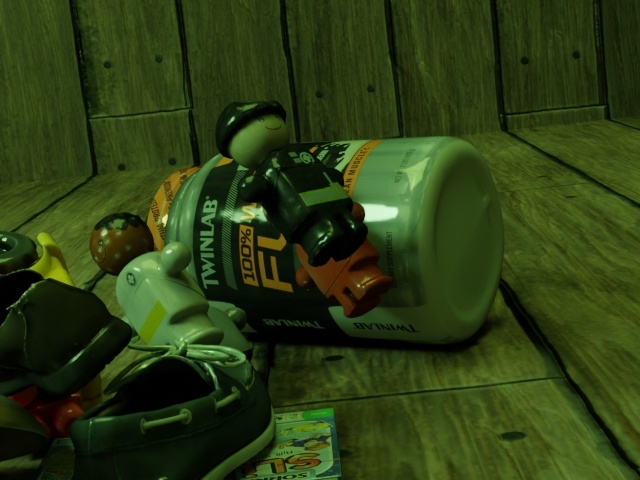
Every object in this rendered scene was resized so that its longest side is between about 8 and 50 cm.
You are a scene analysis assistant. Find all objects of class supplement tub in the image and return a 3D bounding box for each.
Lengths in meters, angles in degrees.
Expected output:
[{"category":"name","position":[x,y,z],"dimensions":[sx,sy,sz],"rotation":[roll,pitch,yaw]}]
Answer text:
[{"category":"supplement tub","position":[0.000,0.000,1.163],"dimensions":[0.316,0.193,0.194],"rotation":[-1,11,31]}]

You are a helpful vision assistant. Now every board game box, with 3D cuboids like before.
[{"category":"board game box","position":[-0.086,0.157,0.787],"dimensions":[0.201,0.035,0.136],"rotation":[-7,10,-1]}]

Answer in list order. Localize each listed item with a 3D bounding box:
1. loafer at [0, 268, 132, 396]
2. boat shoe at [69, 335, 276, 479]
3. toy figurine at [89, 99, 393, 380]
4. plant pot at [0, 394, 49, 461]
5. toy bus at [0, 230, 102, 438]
[{"category":"loafer","position":[-0.197,0.052,0.809],"dimensions":[0.080,0.078,0.220],"rotation":[-46,19,-29]},{"category":"boat shoe","position":[-0.092,0.105,0.748],"dimensions":[0.095,0.079,0.254],"rotation":[-5,9,17]},{"category":"toy figurine","position":[-0.065,0.012,0.952],"dimensions":[0.210,0.148,0.213],"rotation":[-37,-22,0]},{"category":"plant pot","position":[-0.301,0.129,0.798],"dimensions":[0.236,0.032,0.236],"rotation":[-7,-17,-2]},{"category":"toy bus","position":[-0.281,0.105,0.963],"dimensions":[0.220,0.149,0.211],"rotation":[-14,28,-26]}]
